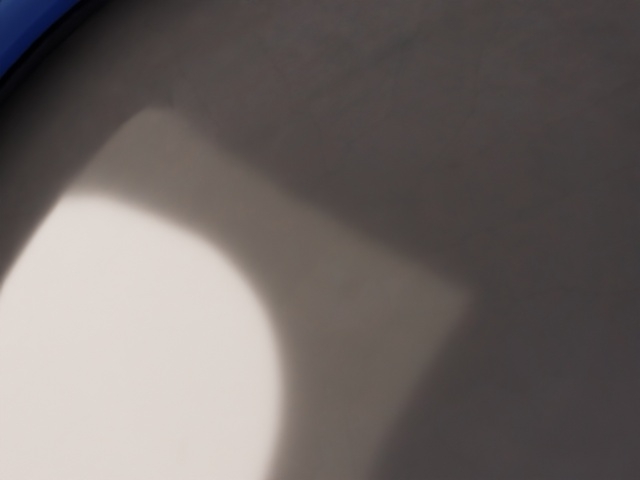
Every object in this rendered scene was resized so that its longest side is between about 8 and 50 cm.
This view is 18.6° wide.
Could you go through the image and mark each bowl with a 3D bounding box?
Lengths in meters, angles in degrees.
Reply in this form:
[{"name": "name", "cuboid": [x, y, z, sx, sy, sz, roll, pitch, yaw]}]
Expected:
[{"name": "bowl", "cuboid": [0.000, 0.000, 0.532, 0.391, 0.077, 0.391, -11, 56, 17]}]
